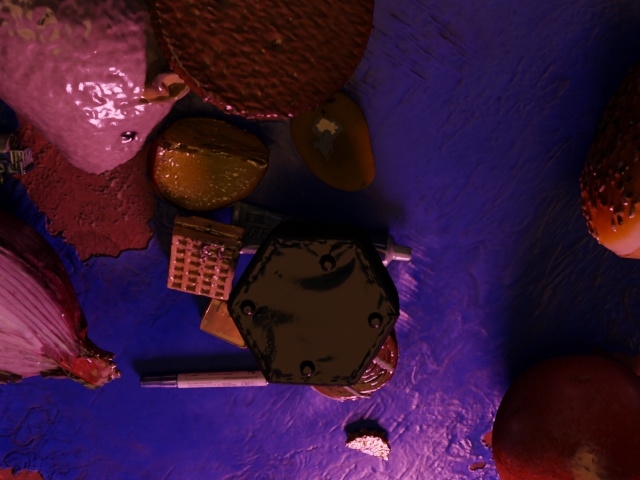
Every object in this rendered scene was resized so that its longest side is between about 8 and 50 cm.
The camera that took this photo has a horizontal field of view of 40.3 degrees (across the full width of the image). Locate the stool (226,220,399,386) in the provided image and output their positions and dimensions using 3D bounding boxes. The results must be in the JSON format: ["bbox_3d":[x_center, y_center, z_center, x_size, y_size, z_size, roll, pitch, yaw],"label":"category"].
[{"bbox_3d":[-0.008,0.084,1.186,0.232,0.141,0.232,1,97,5],"label":"stool"}]

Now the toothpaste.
[{"bbox_3d":[0.000,-0.001,1.267,0.269,0.047,0.069,9,124,0],"label":"toothpaste"}]

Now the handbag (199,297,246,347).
[{"bbox_3d":[-0.137,0.122,1.327,0.083,0.027,0.061,26,112,-9],"label":"handbag"}]

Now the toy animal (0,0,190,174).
[{"bbox_3d":[-0.303,-0.242,1.071,0.227,0.188,0.358,-26,143,12],"label":"toy animal"}]

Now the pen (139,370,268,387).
[{"bbox_3d":[-0.183,0.219,1.371,0.204,0.025,0.025,-2,113,2],"label":"pen"}]

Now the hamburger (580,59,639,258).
[{"bbox_3d":[0.437,-0.110,1.093,0.176,0.300,0.300,21,112,3],"label":"hamburger"}]

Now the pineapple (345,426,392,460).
[{"bbox_3d":[0.084,0.329,1.421,0.083,0.019,0.045,21,118,-10],"label":"pineapple"}]

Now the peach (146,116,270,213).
[{"bbox_3d":[-0.151,-0.111,1.191,0.172,0.092,0.127,-11,124,7],"label":"peach"}]

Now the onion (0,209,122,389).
[{"bbox_3d":[-0.438,0.083,1.245,0.349,0.159,0.267,33,121,-21],"label":"onion"}]

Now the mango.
[{"bbox_3d":[0.022,-0.133,1.194,0.103,0.076,0.161,-29,119,5],"label":"mango"}]

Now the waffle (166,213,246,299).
[{"bbox_3d":[-0.166,0.025,1.242,0.103,0.042,0.148,14,144,-6],"label":"waffle"}]

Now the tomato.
[{"bbox_3d":[0.388,0.306,1.288,0.265,0.265,0.264,0,113,0],"label":"tomato"}]

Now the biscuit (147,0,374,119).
[{"bbox_3d":[-0.068,-0.297,1.072,0.305,0.038,0.305,-4,98,-28],"label":"biscuit"}]

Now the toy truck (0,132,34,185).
[{"bbox_3d":[-0.504,-0.110,1.203,0.202,0.074,0.088,1,108,-1],"label":"toy truck"}]

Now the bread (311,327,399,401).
[{"bbox_3d":[0.039,0.164,1.320,0.161,0.073,0.160,0,114,1],"label":"bread"}]
